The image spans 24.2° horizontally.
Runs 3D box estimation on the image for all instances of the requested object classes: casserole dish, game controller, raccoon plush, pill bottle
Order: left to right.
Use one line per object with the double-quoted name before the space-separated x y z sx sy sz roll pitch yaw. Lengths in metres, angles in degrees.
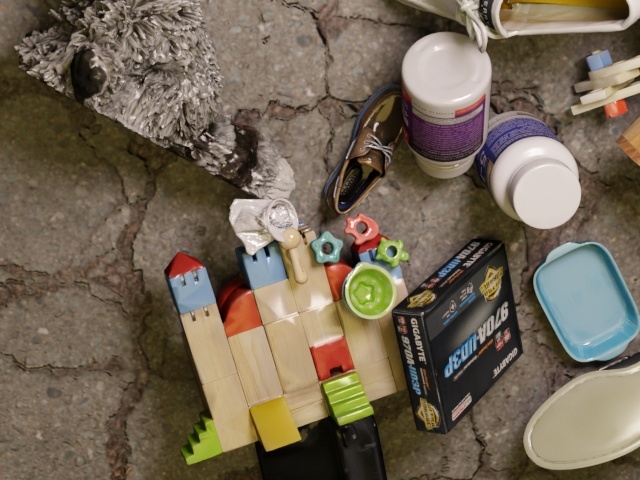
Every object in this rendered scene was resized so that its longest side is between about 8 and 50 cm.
"raccoon plush" -0.161 -0.266 1.797 0.446 0.216 0.299 28 91 -47
"game controller" 0.012 0.355 2.055 0.166 0.067 0.319 -4 124 10
"pill bottle" 0.153 -0.159 1.830 0.108 0.108 0.193 -12 151 -2
"pill bottle" 0.261 -0.085 1.868 0.112 0.187 0.112 -2 111 -6
"casserole dish" 0.358 0.079 2.025 0.114 0.037 0.188 -28 112 4

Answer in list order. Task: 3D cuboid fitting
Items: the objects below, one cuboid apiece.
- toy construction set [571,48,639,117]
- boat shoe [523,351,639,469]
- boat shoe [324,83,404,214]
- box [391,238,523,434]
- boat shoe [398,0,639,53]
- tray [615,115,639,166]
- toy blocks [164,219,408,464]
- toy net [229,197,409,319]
"toy construction set" 0.354 -0.305 1.813 0.215 0.151 0.328 -21 112 2
"boat shoe" 0.436 0.218 2.051 0.340 0.113 0.127 -36 66 -1
"boat shoe" 0.067 -0.110 1.900 0.066 0.066 0.183 22 107 -15
"box" 0.181 0.121 1.935 0.051 0.220 0.175 4 117 36
"boat shoe" 0.205 -0.282 1.710 0.367 0.156 0.136 11 133 30
"tray" 0.577 -0.079 1.908 0.203 0.076 0.411 -47 127 12
"toy blocks" -0.034 0.096 1.923 0.381 0.191 0.261 -18 103 -10
"toy net" 0.000 0.000 1.838 0.232 0.045 0.122 31 78 -13
